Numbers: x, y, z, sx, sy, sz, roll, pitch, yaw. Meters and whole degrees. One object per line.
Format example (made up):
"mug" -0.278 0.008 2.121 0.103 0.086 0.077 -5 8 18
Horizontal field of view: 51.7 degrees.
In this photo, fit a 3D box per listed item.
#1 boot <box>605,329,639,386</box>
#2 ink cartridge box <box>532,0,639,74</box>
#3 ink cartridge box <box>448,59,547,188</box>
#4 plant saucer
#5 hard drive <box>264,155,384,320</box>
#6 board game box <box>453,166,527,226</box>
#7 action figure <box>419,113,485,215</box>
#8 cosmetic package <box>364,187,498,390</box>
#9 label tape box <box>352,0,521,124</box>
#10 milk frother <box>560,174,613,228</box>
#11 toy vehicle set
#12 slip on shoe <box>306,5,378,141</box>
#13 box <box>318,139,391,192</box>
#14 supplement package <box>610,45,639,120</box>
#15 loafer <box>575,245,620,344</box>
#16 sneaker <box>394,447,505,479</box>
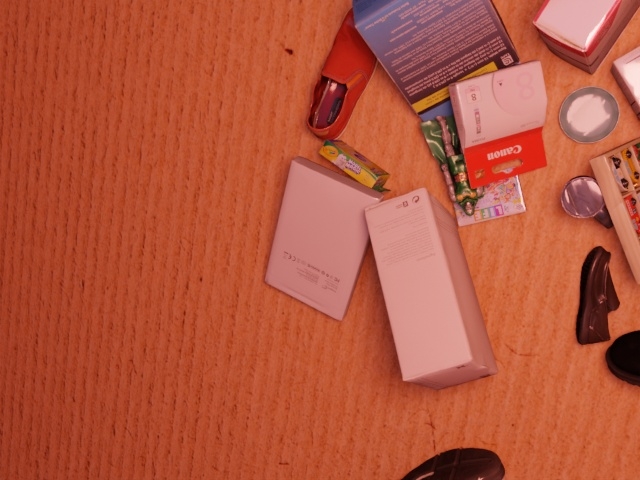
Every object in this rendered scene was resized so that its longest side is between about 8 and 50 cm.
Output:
"boot" 0.709 0.150 1.276 0.348 0.131 0.260 -10 121 36
"ink cartridge box" 0.526 -0.450 1.263 0.117 0.283 0.207 36 108 18
"ink cartridge box" 0.389 -0.243 1.400 0.189 0.066 0.232 -17 100 -5
"plant saucer" 0.572 -0.267 1.407 0.119 0.021 0.119 2 97 21
"hard drive" 0.000 0.000 1.597 0.233 0.047 0.353 26 123 17
"board game box" 0.379 -0.099 1.501 0.154 0.026 0.103 -14 92 22
"action figure" 0.313 -0.169 1.476 0.137 0.063 0.232 -13 92 19
"cosmetic package" 0.237 0.109 1.413 0.156 0.217 0.385 -20 63 23
"label tape box" 0.262 -0.424 1.415 0.249 0.347 0.115 -26 45 23
"milk frother" 0.577 -0.109 1.364 0.129 0.134 0.143 29 106 15
"toy vehicle set" 0.645 -0.065 1.324 0.035 0.166 0.267 -19 94 57
"slip on shoe" 0.054 -0.393 1.553 0.123 0.101 0.331 26 104 18
"box" 0.091 -0.174 1.563 0.179 0.105 0.043 39 109 12
"supplement package" 0.695 -0.275 1.297 0.139 0.134 0.244 -29 85 22
"loafer" 0.603 0.119 1.422 0.078 0.080 0.220 5 104 11
"sneaker" 0.297 0.678 1.582 0.447 0.169 0.257 -36 92 29
